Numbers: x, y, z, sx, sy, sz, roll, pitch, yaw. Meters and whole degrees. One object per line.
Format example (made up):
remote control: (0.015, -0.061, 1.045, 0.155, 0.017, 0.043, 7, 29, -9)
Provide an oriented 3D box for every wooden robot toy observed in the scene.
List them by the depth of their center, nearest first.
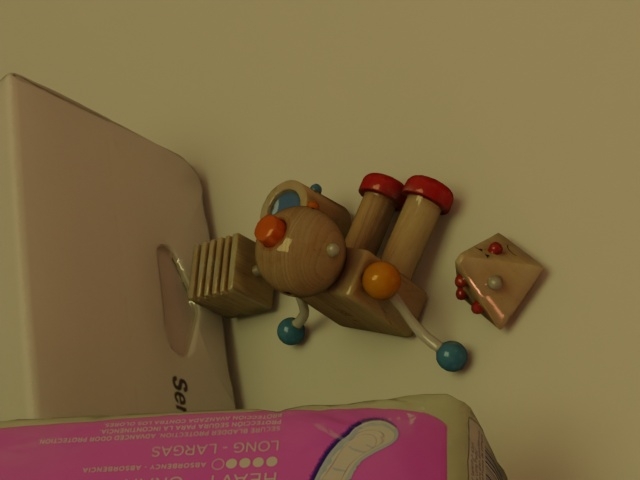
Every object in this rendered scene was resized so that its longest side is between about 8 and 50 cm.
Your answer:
wooden robot toy: (0.000, 0.000, 0.622, 0.173, 0.079, 0.076, 5, 73, 45)

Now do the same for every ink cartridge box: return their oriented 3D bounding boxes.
ink cartridge box: (-0.181, 0.086, 0.725, 0.278, 0.117, 0.201, -35, 48, 28)

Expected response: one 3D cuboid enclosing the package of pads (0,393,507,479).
package of pads: (-0.086, 0.171, 0.486, 0.296, 0.101, 0.229, -5, 50, 11)
